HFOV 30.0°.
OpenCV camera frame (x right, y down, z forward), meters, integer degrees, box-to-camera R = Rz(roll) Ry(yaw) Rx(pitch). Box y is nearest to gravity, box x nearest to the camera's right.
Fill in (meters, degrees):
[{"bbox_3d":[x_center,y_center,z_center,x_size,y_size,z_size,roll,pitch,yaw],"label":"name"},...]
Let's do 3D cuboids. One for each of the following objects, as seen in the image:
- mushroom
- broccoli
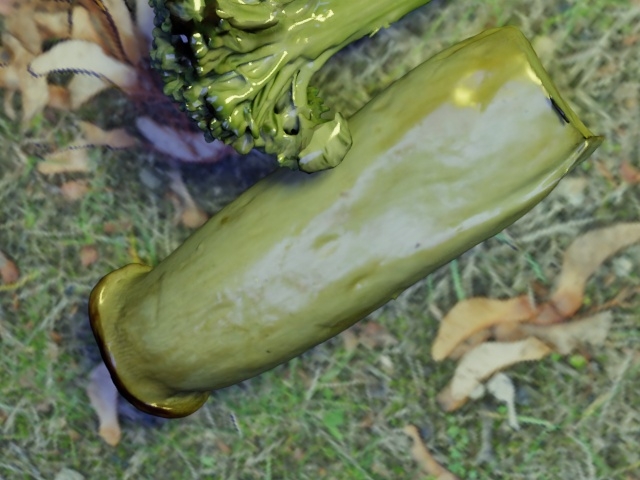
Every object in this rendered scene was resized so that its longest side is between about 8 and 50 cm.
[{"bbox_3d":[0.000,0.000,0.657,0.312,0.081,0.100,-32,106,21],"label":"mushroom"},{"bbox_3d":[0.013,-0.121,0.598,0.204,0.122,0.118,-22,137,2],"label":"broccoli"}]
